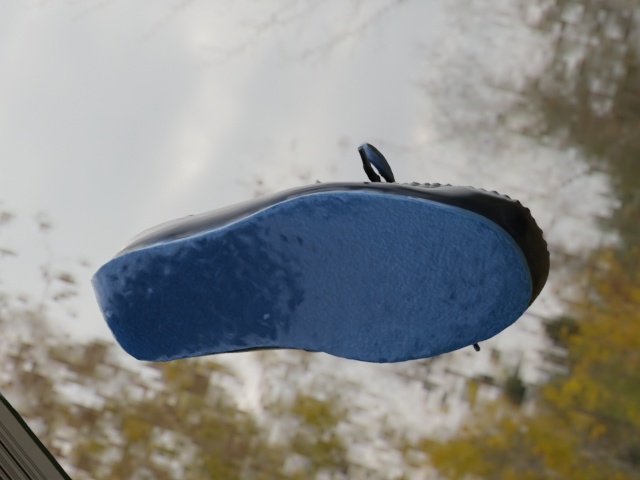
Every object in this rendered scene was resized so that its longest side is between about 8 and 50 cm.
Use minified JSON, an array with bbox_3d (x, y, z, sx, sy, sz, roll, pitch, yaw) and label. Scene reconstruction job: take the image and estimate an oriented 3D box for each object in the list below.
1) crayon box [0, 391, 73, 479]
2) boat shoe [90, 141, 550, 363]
[{"bbox_3d":[-0.346,0.261,1.038,0.313,0.106,0.363,-45,-9,30],"label":"crayon box"},{"bbox_3d":[0.000,0.000,0.900,0.089,0.258,0.109,-37,-60,-49],"label":"boat shoe"}]
